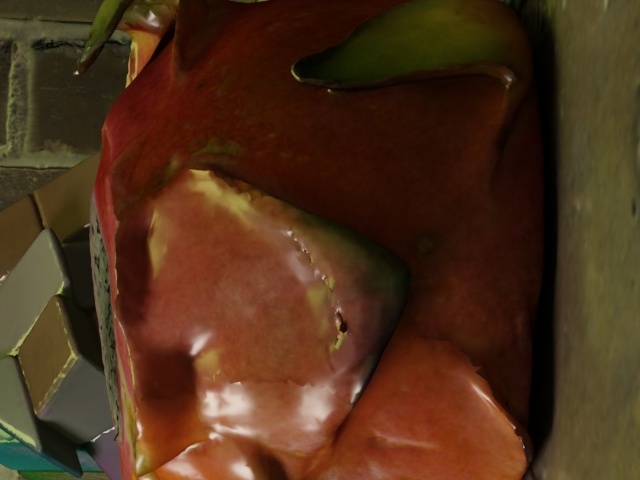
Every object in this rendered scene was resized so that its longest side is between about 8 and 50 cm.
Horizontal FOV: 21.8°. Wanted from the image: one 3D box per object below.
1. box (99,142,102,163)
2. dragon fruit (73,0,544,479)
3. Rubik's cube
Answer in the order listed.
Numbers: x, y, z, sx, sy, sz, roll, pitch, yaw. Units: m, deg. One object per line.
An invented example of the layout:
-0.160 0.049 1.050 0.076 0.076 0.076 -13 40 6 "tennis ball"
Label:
-0.110 -0.014 1.485 0.274 0.178 0.138 150 121 -81 "box"
-0.018 0.020 0.747 0.290 0.189 0.291 -178 90 -83 "dragon fruit"
-0.241 0.121 1.860 0.387 0.368 0.358 99 155 -48 "Rubik's cube"
